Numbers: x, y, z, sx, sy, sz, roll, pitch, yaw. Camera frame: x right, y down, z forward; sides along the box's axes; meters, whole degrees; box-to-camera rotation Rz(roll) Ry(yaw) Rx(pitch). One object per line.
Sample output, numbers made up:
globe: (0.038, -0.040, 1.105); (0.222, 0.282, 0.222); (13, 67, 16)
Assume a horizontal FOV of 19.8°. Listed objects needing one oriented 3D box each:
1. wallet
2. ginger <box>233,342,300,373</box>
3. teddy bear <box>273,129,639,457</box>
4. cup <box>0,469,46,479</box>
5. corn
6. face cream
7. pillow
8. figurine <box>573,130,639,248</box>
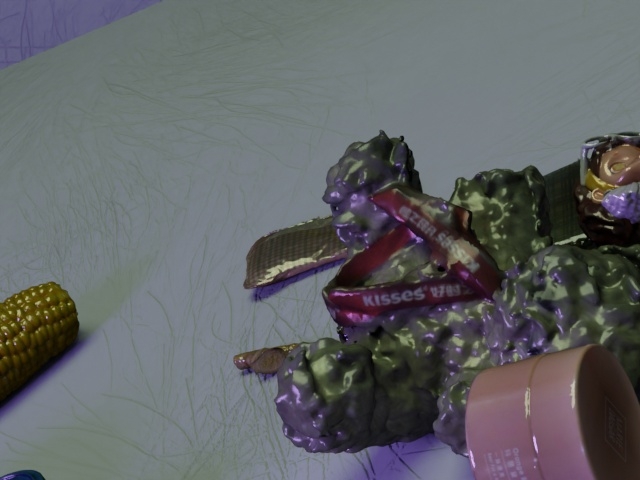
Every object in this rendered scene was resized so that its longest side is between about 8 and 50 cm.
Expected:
wallet: (0.169, 0.016, 2.042); (0.317, 0.044, 0.169); (-23, 27, 17)
ginger: (-0.060, 0.136, 2.065); (0.097, 0.030, 0.048); (-12, 0, 29)
teddy bear: (0.167, 0.058, 1.752); (0.367, 0.224, 0.357); (-10, 47, 33)
cup: (-0.276, 0.310, 1.793); (0.150, 0.138, 0.113); (-1, 35, 48)
corn: (-0.456, 0.175, 2.320); (0.363, 0.120, 0.120); (-39, 25, -29)
face cream: (0.201, 0.169, 1.541); (0.104, 0.149, 0.149); (-16, 25, 29)
pillow: (0.001, -0.001, 2.283); (0.211, 0.034, 0.135); (-21, 22, 11)
figurine: (0.345, -0.027, 1.837); (0.174, 0.116, 0.240); (-13, 24, -23)
